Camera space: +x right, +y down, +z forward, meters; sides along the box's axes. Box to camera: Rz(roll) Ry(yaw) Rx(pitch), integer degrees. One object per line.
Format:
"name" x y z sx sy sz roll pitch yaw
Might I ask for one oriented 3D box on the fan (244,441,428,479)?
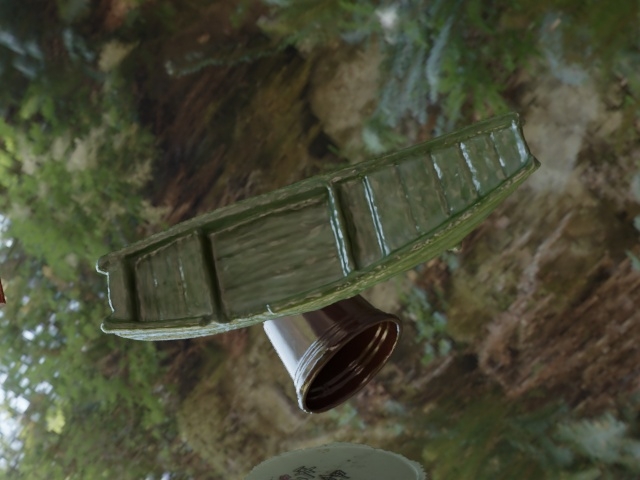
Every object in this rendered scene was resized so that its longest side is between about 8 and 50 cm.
"fan" 0.069 0.313 1.308 0.233 0.012 0.414 -20 -159 -38

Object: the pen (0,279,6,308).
"pen" -0.325 -0.051 1.041 0.028 0.028 0.239 -6 -104 -46

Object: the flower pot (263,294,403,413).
"flower pot" 0.000 0.074 0.949 0.111 0.111 0.089 -11 -131 -48

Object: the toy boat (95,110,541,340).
"toy boat" 0.000 0.000 0.730 0.055 0.293 0.093 58 -165 -53
